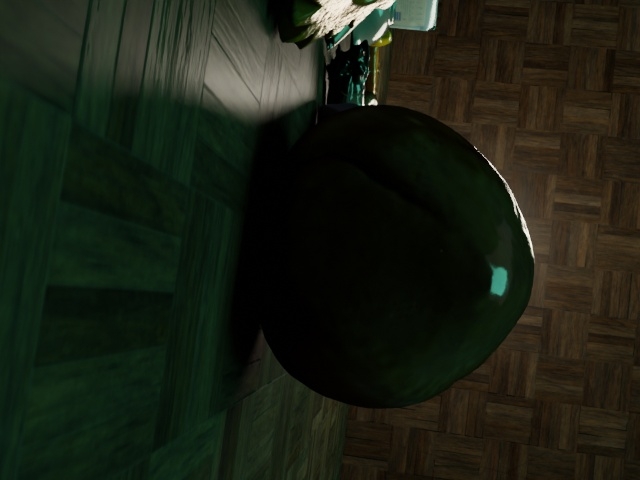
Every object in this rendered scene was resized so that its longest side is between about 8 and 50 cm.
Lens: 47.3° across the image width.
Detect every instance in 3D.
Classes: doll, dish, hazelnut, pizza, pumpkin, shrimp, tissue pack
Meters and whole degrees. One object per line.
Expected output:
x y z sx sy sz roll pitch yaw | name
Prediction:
0.136 -0.544 1.840 0.135 0.072 0.113 -84 159 -60 | doll
0.126 -0.524 1.610 0.228 0.086 0.236 -60 156 -74 | dish
0.070 0.023 0.866 0.372 0.315 0.372 -50 -154 35 | hazelnut
0.146 -0.486 2.044 0.176 0.036 0.184 -78 170 -51 | pizza
0.011 -0.322 0.823 0.254 0.130 0.149 -34 96 -41 | pumpkin
0.048 -0.250 1.321 0.178 0.075 0.289 -88 178 -49 | shrimp
0.209 -0.636 1.819 0.263 0.177 0.089 77 21 -70 | tissue pack

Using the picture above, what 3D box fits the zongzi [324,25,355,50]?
0.039 -0.408 0.976 0.228 0.115 0.256 85 23 -43 | zongzi

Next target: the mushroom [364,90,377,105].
0.077 -0.236 1.527 0.170 0.080 0.135 -74 157 -49 | mushroom

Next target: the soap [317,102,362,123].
0.081 -0.101 1.126 0.259 0.081 0.181 37 -52 52 | soap
